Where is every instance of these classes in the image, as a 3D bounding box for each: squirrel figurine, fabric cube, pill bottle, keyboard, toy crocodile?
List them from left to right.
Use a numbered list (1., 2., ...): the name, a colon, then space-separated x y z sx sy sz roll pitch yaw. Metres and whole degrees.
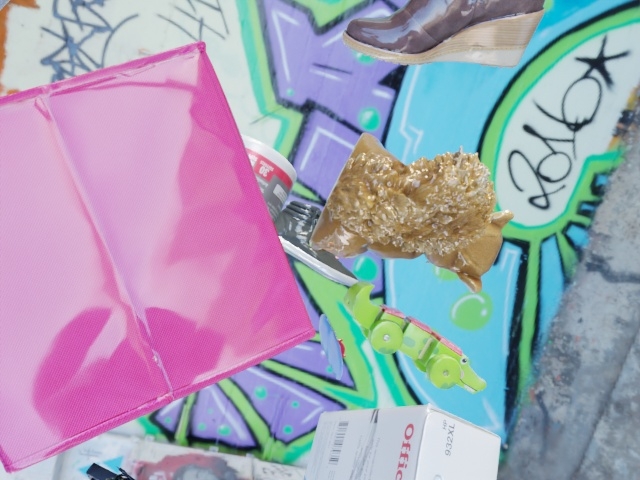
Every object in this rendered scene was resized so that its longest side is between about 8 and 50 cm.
1. fabric cube: -0.190 0.006 0.489 0.258 0.259 0.254 69 166 -7
2. keyboard: -0.209 0.307 0.566 0.038 0.192 0.100 -44 -51 -47
3. pill bottle: -0.187 -0.028 0.954 0.318 0.176 0.176 -65 10 -15
4. toy crocodile: 0.190 0.202 1.013 0.105 0.341 0.115 -58 6 0
5. squirrel figurine: 0.199 -0.036 1.002 0.280 0.371 0.397 -63 0 -3

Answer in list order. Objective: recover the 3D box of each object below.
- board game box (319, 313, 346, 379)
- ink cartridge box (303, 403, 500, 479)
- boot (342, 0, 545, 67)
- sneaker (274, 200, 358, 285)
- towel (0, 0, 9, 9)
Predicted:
1. board game box: 0.040 0.267 1.285 0.168 0.033 0.133 -118 24 -44
2. ink cartridge box: 0.091 0.369 0.716 0.307 0.129 0.223 -36 31 57
3. boot: 0.155 -0.327 0.615 0.090 0.249 0.206 -79 -7 -55
4. sneaker: 0.000 0.000 1.331 0.146 0.296 0.104 -56 -5 -10
5. towel: -0.541 -0.445 0.815 0.237 0.037 0.328 -19 41 56
